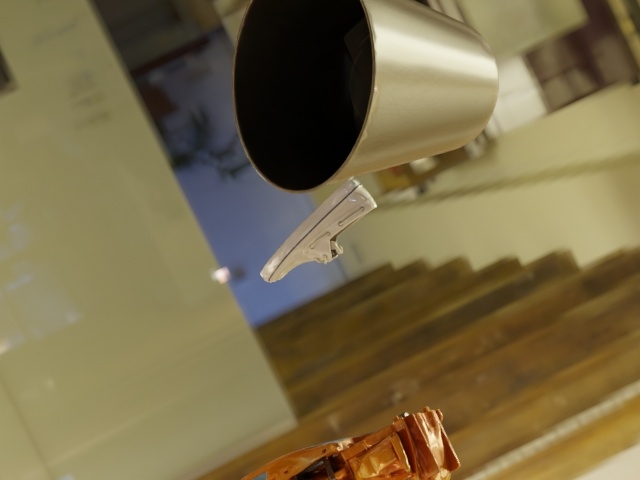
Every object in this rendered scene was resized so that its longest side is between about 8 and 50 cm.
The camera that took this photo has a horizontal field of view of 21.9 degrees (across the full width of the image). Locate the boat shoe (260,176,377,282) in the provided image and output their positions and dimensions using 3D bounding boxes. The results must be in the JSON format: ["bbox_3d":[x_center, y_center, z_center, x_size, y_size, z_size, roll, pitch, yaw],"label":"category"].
[{"bbox_3d":[0.000,0.000,1.179,0.100,0.035,0.035,-45,177,11],"label":"boat shoe"}]

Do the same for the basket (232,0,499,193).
[{"bbox_3d":[0.051,-0.147,1.497,0.154,0.204,0.227,8,-173,36],"label":"basket"}]

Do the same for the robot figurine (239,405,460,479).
[{"bbox_3d":[-0.021,0.230,1.010,0.291,0.211,0.085,-34,163,25],"label":"robot figurine"}]
